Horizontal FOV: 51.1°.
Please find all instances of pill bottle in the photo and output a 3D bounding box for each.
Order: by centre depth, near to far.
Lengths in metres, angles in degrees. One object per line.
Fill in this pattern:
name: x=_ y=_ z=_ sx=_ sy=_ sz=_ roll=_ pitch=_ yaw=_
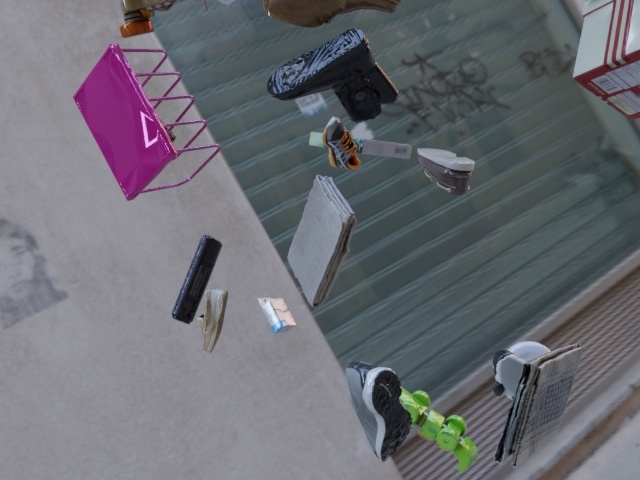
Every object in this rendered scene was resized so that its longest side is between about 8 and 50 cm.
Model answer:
pill bottle: x=0.703 y=0.454 z=2.301 sx=0.182 sy=0.181 sz=0.323 roll=-29 pitch=-19 yaw=1

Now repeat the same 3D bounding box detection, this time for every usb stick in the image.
usb stick: x=-0.377 y=0.117 z=2.049 sx=0.045 sy=0.077 sz=0.277 roll=0 pitch=66 yaw=50

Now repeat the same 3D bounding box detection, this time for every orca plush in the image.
orca plush: x=0.592 y=0.406 z=2.005 sx=0.151 sy=0.287 sz=0.102 roll=-50 pitch=26 yaw=14

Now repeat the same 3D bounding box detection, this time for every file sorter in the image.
file sorter: x=-0.398 y=-0.279 z=1.569 sx=0.202 sy=0.290 sz=0.182 roll=-35 pitch=-10 yaw=38

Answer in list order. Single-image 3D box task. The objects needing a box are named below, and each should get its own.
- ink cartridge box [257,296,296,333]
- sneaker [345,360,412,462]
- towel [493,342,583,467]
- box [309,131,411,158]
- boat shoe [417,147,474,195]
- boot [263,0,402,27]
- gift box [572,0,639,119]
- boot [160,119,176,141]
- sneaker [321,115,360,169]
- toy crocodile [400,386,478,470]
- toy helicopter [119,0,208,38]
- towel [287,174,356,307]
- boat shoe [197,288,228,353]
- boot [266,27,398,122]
ink cartridge box: x=-0.089 y=0.144 z=1.357 sx=0.028 sy=0.083 sz=0.048 roll=-39 pitch=-21 yaw=26
sneaker: x=0.119 y=0.355 z=1.408 sx=0.108 sy=0.271 sz=0.100 roll=21 pitch=46 yaw=42
towel: x=0.602 y=0.443 z=1.811 sx=0.324 sy=0.311 sz=0.056 roll=-5 pitch=24 yaw=-45
box: x=0.142 y=-0.351 z=2.467 sx=0.233 sy=0.058 sz=0.322 roll=1 pitch=10 yaw=-37
boat shoe: x=0.358 y=-0.208 z=1.963 sx=0.117 sy=0.096 sz=0.324 roll=0 pitch=16 yaw=-11
boot: x=0.024 y=-0.520 z=1.472 sx=0.306 sy=0.115 sz=0.112 roll=9 pitch=15 yaw=0
gift box: x=0.725 y=-0.457 z=1.515 sx=0.276 sy=0.255 sz=0.258 roll=-8 pitch=60 yaw=56
boot: x=-0.525 y=-0.327 z=2.151 sx=0.045 sy=0.121 sz=0.099 roll=-9 pitch=47 yaw=40
sneaker: x=0.065 y=-0.279 z=1.929 sx=0.084 sy=0.083 sz=0.215 roll=-58 pitch=-26 yaw=-17
toy crocodile: x=0.325 y=0.551 z=2.014 sx=0.115 sy=0.341 sz=0.105 roll=-26 pitch=-34 yaw=-61
toy helicopter: x=-0.351 y=-0.583 z=1.588 sx=0.235 sy=0.140 sz=0.355 roll=-20 pitch=18 yaw=-23
towel: x=0.000 y=0.000 z=1.608 sx=0.049 sy=0.187 sz=0.282 roll=1 pitch=-50 yaw=-28
boat shoe: x=-0.264 y=0.189 z=1.598 sx=0.063 sy=0.059 sz=0.169 roll=-70 pitch=-4 yaw=-71
boot: x=0.033 y=-0.328 z=1.480 sx=0.247 sy=0.094 sz=0.207 roll=-28 pitch=-42 yaw=11
